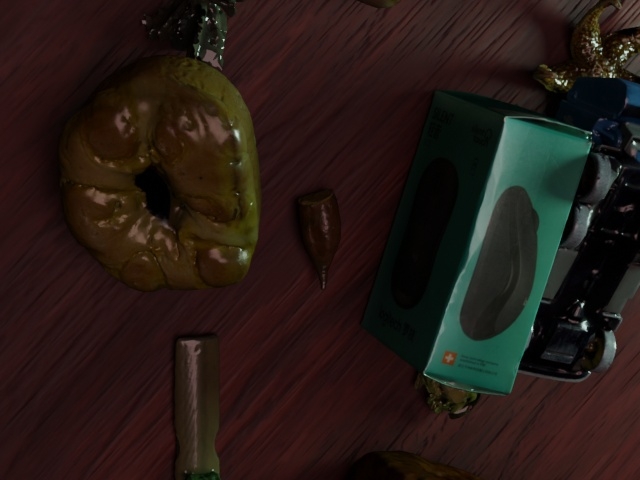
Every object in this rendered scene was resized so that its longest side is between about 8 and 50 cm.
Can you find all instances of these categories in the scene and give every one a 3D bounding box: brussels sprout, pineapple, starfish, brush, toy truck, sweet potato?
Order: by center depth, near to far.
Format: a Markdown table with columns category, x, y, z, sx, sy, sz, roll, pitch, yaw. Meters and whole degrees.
| category | x | y | z | sx | sy | sz | roll | pitch | yaw |
| --- | --- | --- | --- | --- | --- | --- | --- | --- | --- |
| pineapple | -0.079 | -0.355 | 1.793 | 0.175 | 0.175 | 0.361 | 19 | 109 | -22 |
| sweet potato | 0.000 | 0.000 | 1.948 | 0.049 | 0.049 | 0.117 | -7 | 101 | -18 |
| toy truck | 0.311 | -0.018 | 1.953 | 0.146 | 0.175 | 0.367 | 14 | 118 | -21 |
| brush | -0.139 | 0.248 | 1.963 | 0.054 | 0.048 | 0.282 | -4 | 103 | -21 |
| starfish | 0.340 | -0.216 | 2.003 | 0.190 | 0.074 | 0.146 | -38 | 114 | -7 |
| brussels sprout | 0.159 | 0.175 | 2.045 | 0.085 | 0.058 | 0.085 | -7 | 121 | -12 |

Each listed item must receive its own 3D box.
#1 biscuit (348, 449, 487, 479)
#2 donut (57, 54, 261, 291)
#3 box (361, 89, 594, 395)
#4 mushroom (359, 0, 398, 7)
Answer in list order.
| category | x | y | z | sx | sy | sz | roll | pitch | yaw |
| --- | --- | --- | --- | --- | --- | --- | --- | --- | --- |
| biscuit | 0.227 | 0.391 | 1.969 | 0.395 | 0.343 | 0.166 | 23 | 91 | -25 |
| donut | -0.167 | -0.070 | 1.791 | 0.209 | 0.128 | 0.261 | 4 | 128 | 4 |
| box | 0.170 | -0.004 | 1.925 | 0.118 | 0.205 | 0.311 | 14 | 99 | -24 |
| mushroom | 0.171 | -0.409 | 1.867 | 0.407 | 0.137 | 0.154 | -43 | 124 | -3 |
